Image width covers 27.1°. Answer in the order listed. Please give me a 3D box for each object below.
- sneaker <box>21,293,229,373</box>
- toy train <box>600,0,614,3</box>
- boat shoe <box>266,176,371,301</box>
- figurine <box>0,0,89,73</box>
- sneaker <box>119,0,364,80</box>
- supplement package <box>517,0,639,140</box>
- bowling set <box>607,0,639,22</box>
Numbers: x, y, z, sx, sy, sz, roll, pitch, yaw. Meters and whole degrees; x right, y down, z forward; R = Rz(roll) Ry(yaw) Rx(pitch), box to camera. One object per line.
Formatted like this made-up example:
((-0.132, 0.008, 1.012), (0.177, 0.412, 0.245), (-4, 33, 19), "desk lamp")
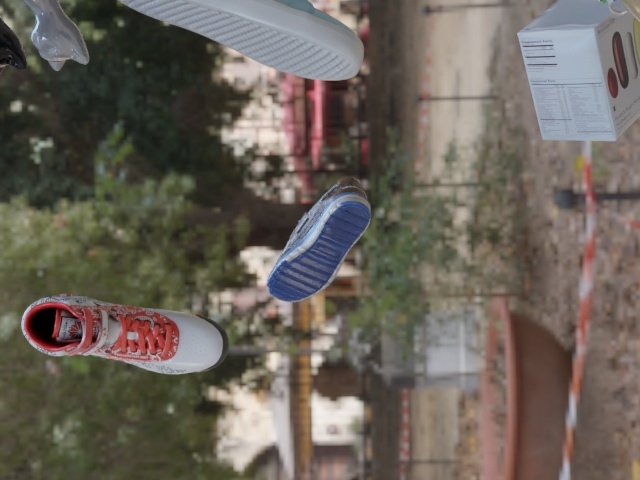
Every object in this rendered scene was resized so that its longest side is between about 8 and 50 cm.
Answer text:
((-0.270, 0.132, 1.806), (0.145, 0.270, 0.090), (-3, -75, -77), "sneaker")
((0.317, -0.276, 1.383), (0.083, 0.023, 0.017), (-49, -33, -15), "toy train")
((0.000, 0.000, 1.551), (0.183, 0.066, 0.066), (-46, 28, 32), "boat shoe")
((-0.389, -0.309, 1.685), (0.092, 0.214, 0.209), (-36, -61, -42), "figurine")
((-0.097, -0.325, 1.658), (0.135, 0.365, 0.150), (81, -146, -74), "sneaker")
((0.466, -0.303, 2.282), (0.194, 0.149, 0.203), (-41, -57, -40), "supplement package")
((0.446, -0.414, 1.621), (0.287, 0.154, 0.200), (-41, 30, 39), "bowling set")
